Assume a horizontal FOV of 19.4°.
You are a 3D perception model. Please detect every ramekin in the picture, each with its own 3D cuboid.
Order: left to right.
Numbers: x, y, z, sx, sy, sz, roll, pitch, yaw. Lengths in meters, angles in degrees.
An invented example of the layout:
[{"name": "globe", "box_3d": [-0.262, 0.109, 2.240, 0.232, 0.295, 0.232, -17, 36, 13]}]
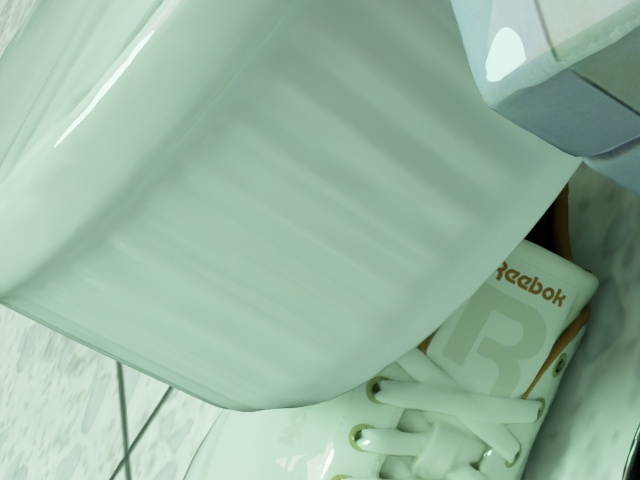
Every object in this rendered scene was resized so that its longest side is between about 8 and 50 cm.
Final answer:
[{"name": "ramekin", "box_3d": [-0.004, -0.068, 0.595, 0.273, 0.127, 0.273, -48, 18, 21]}]

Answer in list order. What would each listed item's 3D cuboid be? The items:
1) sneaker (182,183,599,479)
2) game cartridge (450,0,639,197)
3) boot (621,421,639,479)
[{"name": "sneaker", "box_3d": [0.026, 0.059, 0.641, 0.123, 0.106, 0.290, -36, 35, 55]}, {"name": "game cartridge", "box_3d": [0.067, -0.154, 0.468, 0.068, 0.230, 0.355, -32, 57, 31]}, {"name": "boot", "box_3d": [0.153, 0.005, 0.368, 0.198, 0.137, 0.077, -63, 22, 7]}]
